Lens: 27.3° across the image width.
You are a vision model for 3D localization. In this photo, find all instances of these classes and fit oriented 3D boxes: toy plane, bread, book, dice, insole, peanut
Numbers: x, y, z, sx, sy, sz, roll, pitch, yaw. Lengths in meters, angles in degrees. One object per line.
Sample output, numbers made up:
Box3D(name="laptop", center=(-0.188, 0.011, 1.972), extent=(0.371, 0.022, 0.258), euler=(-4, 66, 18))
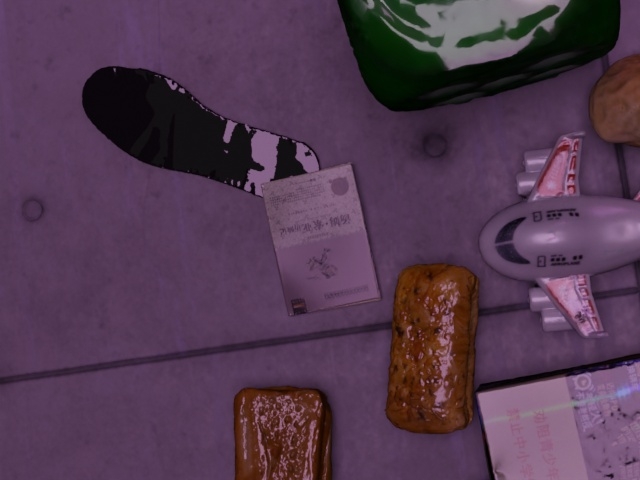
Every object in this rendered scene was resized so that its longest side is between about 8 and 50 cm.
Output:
Box3D(name="toy plane", center=(0.317, -0.006, 1.596), extent=(0.252, 0.118, 0.252), euler=(-1, 87, 13))
Box3D(name="bread", center=(0.139, 0.134, 1.633), extent=(0.114, 0.083, 0.211), euler=(0, 85, 34))
Box3D(name="book", center=(0.000, 0.000, 1.701), extent=(0.127, 0.014, 0.182), euler=(-12, 90, 11))
Box3D(name="bread", center=(-0.054, 0.322, 1.675), extent=(0.139, 0.077, 0.271), euler=(-2, 86, 14))
Box3D(name="dice", center=(0.174, -0.323, 1.546), extent=(0.300, 0.287, 0.297), euler=(-16, 86, 9))
Box3D(name="insole", center=(-0.163, -0.139, 1.745), extent=(0.348, 0.009, 0.119), euler=(21, 94, 11))
Box3D(name="peanut", center=(0.470, -0.198, 1.562), extent=(0.313, 0.149, 0.149), euler=(-26, 84, 11))

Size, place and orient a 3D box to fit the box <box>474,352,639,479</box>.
Box3D(name="box", center=(0.355, 0.244, 1.595), extent=(0.310, 0.084, 0.198), euler=(-12, 85, 10))
